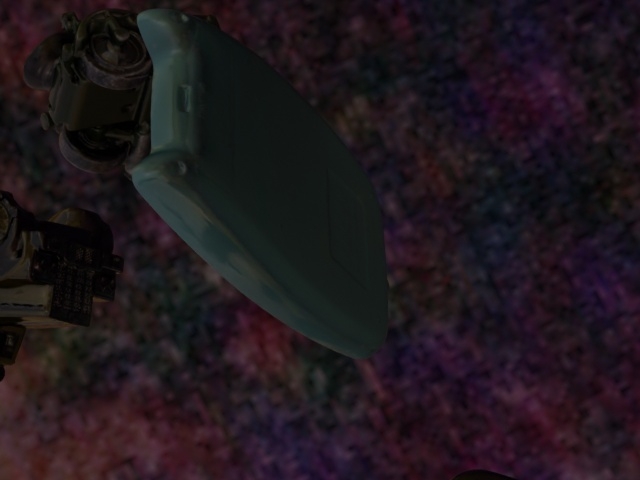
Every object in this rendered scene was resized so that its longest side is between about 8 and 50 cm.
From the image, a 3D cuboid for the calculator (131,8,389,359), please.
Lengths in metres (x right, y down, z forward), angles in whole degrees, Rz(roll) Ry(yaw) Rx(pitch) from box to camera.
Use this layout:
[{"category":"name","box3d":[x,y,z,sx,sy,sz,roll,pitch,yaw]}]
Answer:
[{"category":"calculator","box3d":[-0.037,-0.043,1.728,0.386,0.054,0.256,42,-144,-45]}]

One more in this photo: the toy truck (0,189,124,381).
[{"category":"toy truck","box3d":[-0.265,0.032,1.238,0.127,0.257,0.127,23,-116,-63]}]

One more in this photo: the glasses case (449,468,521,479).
[{"category":"glasses case","box3d":[0.270,0.341,2.016,0.314,0.122,0.075,18,164,6]}]

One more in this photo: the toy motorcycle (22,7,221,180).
[{"category":"toy motorcycle","box3d":[-0.176,-0.168,1.956,0.127,0.275,0.205,56,145,29]}]
